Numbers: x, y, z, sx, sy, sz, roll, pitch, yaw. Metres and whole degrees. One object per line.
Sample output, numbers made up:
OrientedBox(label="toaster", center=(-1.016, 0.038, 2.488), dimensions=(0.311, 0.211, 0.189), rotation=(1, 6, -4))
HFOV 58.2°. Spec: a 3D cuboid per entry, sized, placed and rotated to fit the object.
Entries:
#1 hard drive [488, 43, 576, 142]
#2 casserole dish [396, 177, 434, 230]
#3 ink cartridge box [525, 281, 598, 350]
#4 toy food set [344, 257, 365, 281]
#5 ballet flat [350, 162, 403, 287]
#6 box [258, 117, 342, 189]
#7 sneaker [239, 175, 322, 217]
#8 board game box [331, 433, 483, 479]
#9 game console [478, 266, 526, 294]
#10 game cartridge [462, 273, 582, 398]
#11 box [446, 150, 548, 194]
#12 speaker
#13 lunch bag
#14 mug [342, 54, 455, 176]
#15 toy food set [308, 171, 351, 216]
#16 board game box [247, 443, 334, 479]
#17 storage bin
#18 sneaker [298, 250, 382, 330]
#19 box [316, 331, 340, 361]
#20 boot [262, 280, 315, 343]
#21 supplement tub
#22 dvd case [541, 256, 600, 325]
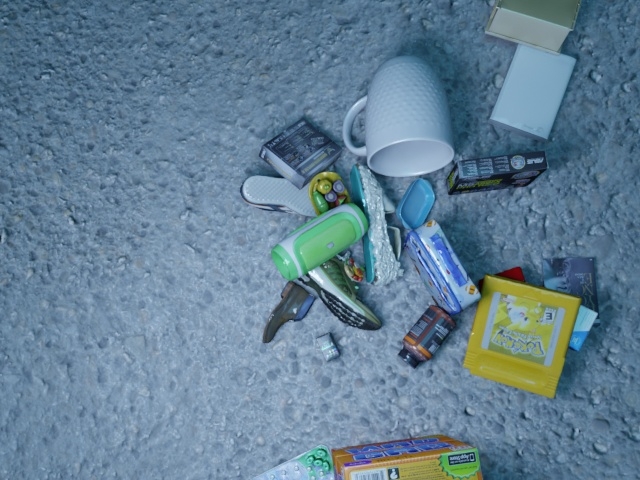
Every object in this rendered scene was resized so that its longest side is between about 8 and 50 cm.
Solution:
OrientedBox(label="hard drive", center=(0.722, -0.510, 1.961), dimensions=(0.202, 0.040, 0.308), rotation=(22, 82, 7))
OrientedBox(label="casserole dish", center=(0.308, -0.117, 1.886), dimensions=(0.114, 0.037, 0.188), rotation=(44, 66, -29))
OrientedBox(label="ink cartridge box", center=(0.719, 0.232, 1.799), dimensions=(0.231, 0.078, 0.134), rotation=(27, 88, 15))
OrientedBox(label="toy food set", center=(0.107, 0.094, 1.822), dimensions=(0.083, 0.083, 0.020), rotation=(36, 125, -19))
OrientedBox(label="ballet flat", center=(0.188, -0.053, 1.879), dimensions=(0.146, 0.147, 0.409), rotation=(-8, 86, 2))
OrientedBox(label="box", center=(-0.062, -0.291, 1.902), dimensions=(0.183, 0.056, 0.231), rotation=(39, 50, 7))
OrientedBox(label="sneaker", center=(-0.112, -0.151, 1.916), dimensions=(0.320, 0.127, 0.126), rotation=(12, 85, -20))
OrientedBox(label="board game box", center=(0.238, 0.758, 1.587), dimensions=(0.356, 0.356, 0.357), rotation=(-6, 77, -6))
OrientedBox(label="game console", center=(0.587, 0.168, 1.824), dimensions=(0.143, 0.085, 0.124), rotation=(-23, 91, 21))
OrientedBox(label="game cartridge", center=(0.609, 0.290, 1.758), dimensions=(0.285, 0.052, 0.324), rotation=(14, 99, 17))
OrientedBox(label="box", center=(0.552, -0.211, 1.831), dimensions=(0.269, 0.216, 0.060), rotation=(-7, 81, 1))
OrientedBox(label="speaker", center=(0.000, 0.000, 1.751), dimensions=(0.296, 0.131, 0.131), rotation=(-32, 80, -21))
OrientedBox(label="lunch bag", center=(0.367, 0.081, 1.779), dimensions=(0.114, 0.243, 0.304), rotation=(-30, 81, -2))
OrientedBox(label="mug", center=(0.237, -0.400, 1.876), dimensions=(0.373, 0.276, 0.328), rotation=(-13, 70, 31))
OrientedBox(label="toy food set", center=(0.048, -0.117, 1.867), dimensions=(0.128, 0.071, 0.218), rotation=(-29, 110, -11))
OrientedBox(label="board game box", center=(-0.078, 0.894, 1.766), dimensions=(0.389, 0.050, 0.390), rotation=(-26, 80, -1))
OrientedBox(label="storage bin", center=(0.732, -0.804, 1.950), dimensions=(0.262, 0.123, 0.261), rotation=(20, 71, 7))
OrientedBox(label="sneaker", center=(0.066, 0.115, 1.853), dimensions=(0.410, 0.158, 0.182), rotation=(44, 68, 4))
OrientedBox(label="box", center=(0.026, 0.342, 1.846), dimensions=(0.052, 0.062, 0.083), rotation=(-26, 80, -2))
OrientedBox(label="boot", center=(-0.103, 0.247, 1.860), dimensions=(0.106, 0.082, 0.219), rotation=(24, 81, 10))
OrientedBox(label="supplement tub", center=(0.330, 0.306, 1.813), dimensions=(0.106, 0.106, 0.198), rotation=(40, 85, 9))
OrientedBox(label="dvd case", center=(0.805, 0.166, 1.853), dimensions=(0.164, 0.018, 0.222), rotation=(-2, 81, 3))
